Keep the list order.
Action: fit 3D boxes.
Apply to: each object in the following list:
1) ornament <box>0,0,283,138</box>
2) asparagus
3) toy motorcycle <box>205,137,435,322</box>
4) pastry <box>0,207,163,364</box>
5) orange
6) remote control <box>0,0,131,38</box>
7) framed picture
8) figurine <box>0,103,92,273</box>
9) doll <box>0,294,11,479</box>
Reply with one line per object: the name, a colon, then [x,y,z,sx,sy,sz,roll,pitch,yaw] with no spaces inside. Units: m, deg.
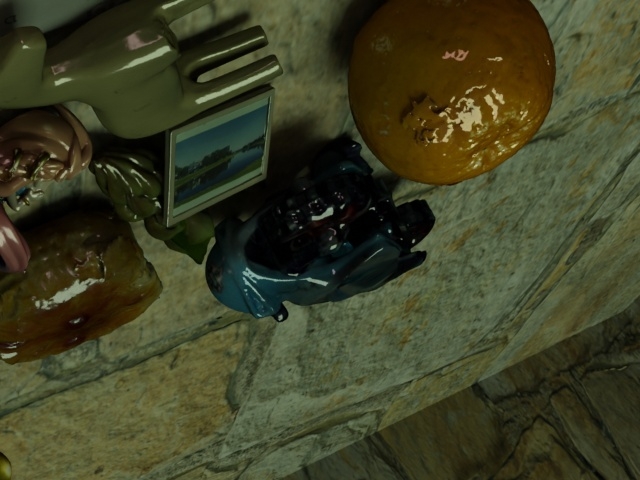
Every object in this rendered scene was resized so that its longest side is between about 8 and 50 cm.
ornament: [-0.158,-0.141,0.863,0.244,0.061,0.230,-25,169,-3]
asparagus: [-0.164,-0.041,1.107,0.080,0.080,0.287,-34,158,7]
toy motorcycle: [0.000,0.000,1.332,0.232,0.172,0.416,-31,169,16]
pastry: [-0.265,0.049,1.131,0.218,0.100,0.229,-12,153,-42]
orange: [0.130,-0.161,1.079,0.219,0.193,0.219,-42,168,-11]
remote control: [-0.139,-0.206,0.831,0.261,0.029,0.067,-23,159,-22]
framed picture: [-0.101,-0.086,1.074,0.149,0.011,0.109,-30,140,-43]
figurine: [-0.268,-0.052,0.905,0.114,0.126,0.157,33,93,-43]
doll: [-0.427,0.103,0.836,0.339,0.209,0.318,-16,135,3]
